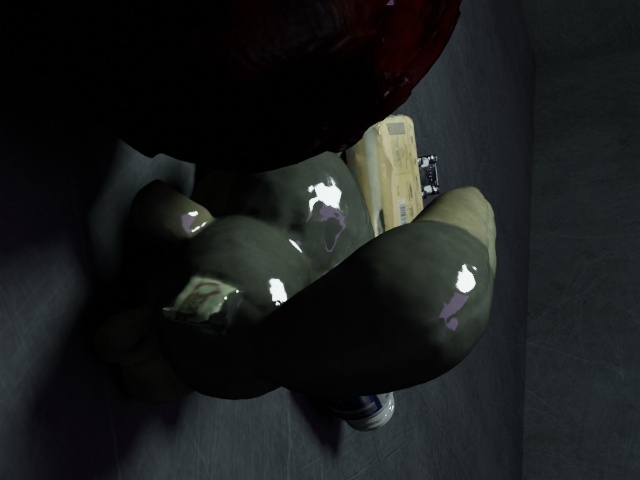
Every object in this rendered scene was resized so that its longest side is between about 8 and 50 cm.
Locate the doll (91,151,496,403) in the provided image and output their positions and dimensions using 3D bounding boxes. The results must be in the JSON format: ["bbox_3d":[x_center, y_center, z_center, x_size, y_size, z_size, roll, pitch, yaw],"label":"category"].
[{"bbox_3d":[0.010,0.029,0.979,0.382,0.379,0.252,-54,147,-42],"label":"doll"}]

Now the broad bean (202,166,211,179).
[{"bbox_3d":[-0.111,-0.107,1.156,0.053,0.052,0.256,10,72,-24],"label":"broad bean"}]

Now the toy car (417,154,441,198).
[{"bbox_3d":[0.188,-0.124,1.930,0.171,0.070,0.080,-21,105,-67],"label":"toy car"}]

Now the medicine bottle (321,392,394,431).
[{"bbox_3d":[0.042,0.190,1.411,0.191,0.107,0.107,63,29,-44],"label":"medicine bottle"}]

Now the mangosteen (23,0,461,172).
[{"bbox_3d":[-0.086,-0.249,0.851,0.381,0.421,0.381,-40,149,-30],"label":"mangosteen"}]

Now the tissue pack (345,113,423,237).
[{"bbox_3d":[0.109,-0.106,1.689,0.186,0.090,0.222,-22,104,-66],"label":"tissue pack"}]
